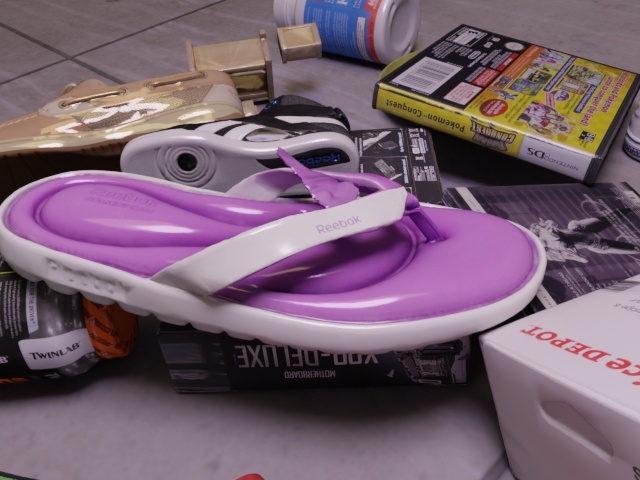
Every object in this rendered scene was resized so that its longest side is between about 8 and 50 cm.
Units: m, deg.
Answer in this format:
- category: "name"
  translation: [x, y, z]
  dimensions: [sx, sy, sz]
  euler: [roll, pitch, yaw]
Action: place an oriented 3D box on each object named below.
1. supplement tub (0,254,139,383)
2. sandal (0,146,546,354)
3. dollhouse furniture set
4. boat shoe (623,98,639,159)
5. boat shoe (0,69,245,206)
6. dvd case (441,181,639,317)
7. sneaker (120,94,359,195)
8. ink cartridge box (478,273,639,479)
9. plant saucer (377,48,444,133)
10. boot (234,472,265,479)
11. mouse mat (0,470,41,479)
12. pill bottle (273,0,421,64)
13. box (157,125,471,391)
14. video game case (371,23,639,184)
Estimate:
- category: "supplement tub"
  translation: [-0.260, 0.062, 0.541]
  dimensions: [0.191, 0.117, 0.117]
  euler: [-6, 39, 1]
- category: "sandal"
  translation: [-0.041, -0.011, 0.464]
  dimensions: [0.416, 0.102, 0.169]
  euler: [3, 37, 3]
- category: "dollhouse furniture set"
  translation: [-0.080, -0.194, 0.886]
  dimensions: [0.182, 0.101, 0.160]
  euler: [-10, 63, -6]
- category: "boat shoe"
  translation: [0.477, -0.165, 0.753]
  dimensions: [0.258, 0.084, 0.095]
  euler: [-22, 41, -19]
- category: "boat shoe"
  translation: [-0.257, -0.122, 0.744]
  dimensions: [0.341, 0.121, 0.110]
  euler: [-12, 64, -13]
- category: "dvd case"
  translation: [0.238, 0.005, 0.569]
  dimensions: [0.221, 0.018, 0.164]
  euler: [-4, 43, -23]
- category: "sneaker"
  translation: [-0.077, -0.092, 0.628]
  dimensions: [0.217, 0.079, 0.121]
  euler: [-1, 34, -6]
- category: "ink cartridge box"
  translation: [0.269, 0.086, 0.386]
  dimensions: [0.273, 0.114, 0.198]
  euler: [-18, 10, -13]
- category: "plant saucer"
  translation: [0.199, -0.204, 0.876]
  dimensions: [0.241, 0.037, 0.241]
  euler: [-4, 39, 3]
- category: "boot"
  translation: [0.023, 0.197, 0.365]
  dimensions: [0.244, 0.088, 0.176]
  euler: [-13, 37, -3]
- category: "mouse mat"
  translation: [-0.268, 0.189, 0.365]
  dimensions: [0.190, 0.007, 0.152]
  euler: [5, 39, 15]
- category: "pill bottle"
  translation: [0.036, -0.359, 1.022]
  dimensions: [0.222, 0.124, 0.124]
  euler: [21, 46, 30]
- category: "box"
  translation: [0.000, 0.000, 0.617]
  dimensions: [0.243, 0.076, 0.307]
  euler: [-3, 39, 4]
- category: "video game case"
  translation: [0.231, -0.178, 0.759]
  dimensions: [0.248, 0.035, 0.275]
  euler: [24, 40, 21]
